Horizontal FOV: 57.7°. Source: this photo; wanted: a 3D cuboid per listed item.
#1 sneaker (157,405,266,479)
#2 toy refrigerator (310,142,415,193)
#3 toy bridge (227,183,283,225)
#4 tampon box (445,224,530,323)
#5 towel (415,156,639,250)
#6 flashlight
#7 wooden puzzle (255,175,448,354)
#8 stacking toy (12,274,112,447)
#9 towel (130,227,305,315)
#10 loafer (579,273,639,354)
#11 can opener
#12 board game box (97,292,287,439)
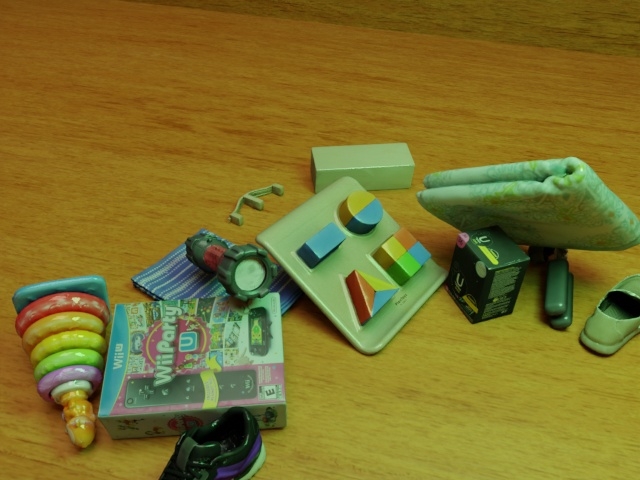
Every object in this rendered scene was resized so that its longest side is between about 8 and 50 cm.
[{"bbox_3d":[-0.202,0.354,0.865,0.102,0.146,0.293,27,45,27],"label":"sneaker"},{"bbox_3d":[0.112,-0.197,1.602,0.269,0.094,0.102,-5,47,-8],"label":"toy refrigerator"},{"bbox_3d":[-0.177,-0.100,1.517,0.063,0.026,0.188,24,44,27],"label":"toy bridge"},{"bbox_3d":[0.348,0.071,1.230,0.101,0.161,0.120,-12,41,-17],"label":"tampon box"},{"bbox_3d":[0.435,-0.063,1.230,0.320,0.090,0.374,23,-16,-40],"label":"towel"},{"bbox_3d":[-0.192,0.038,1.142,0.103,0.103,0.304,-12,16,-29],"label":"flashlight"},{"bbox_3d":[0.085,0.025,1.252,0.348,0.080,0.322,44,51,10],"label":"wooden puzzle"},{"bbox_3d":[-0.443,0.226,1.032,0.165,0.175,0.302,-10,55,-21],"label":"stacking toy"},{"bbox_3d":[-0.213,0.090,1.273,0.335,0.040,0.243,24,43,24],"label":"towel"},{"bbox_3d":[0.646,0.140,1.217,0.102,0.092,0.268,33,48,32],"label":"loafer"},{"bbox_3d":[0.518,0.084,1.315,0.095,0.076,0.283,-14,29,33],"label":"can opener"},{"bbox_3d":[-0.216,0.219,1.036,0.303,0.098,0.224,-4,50,-4],"label":"board game box"}]
